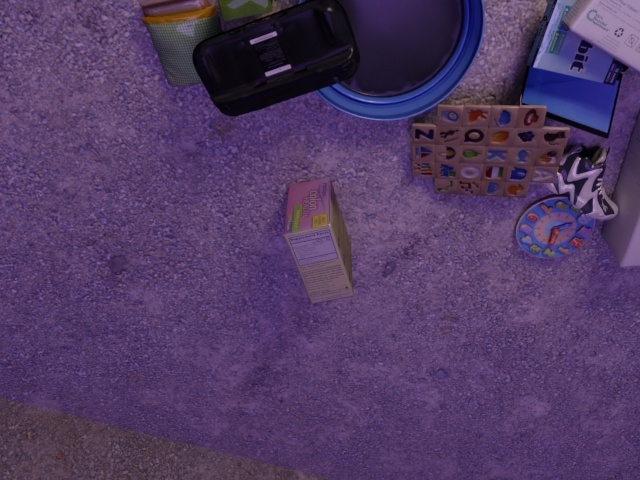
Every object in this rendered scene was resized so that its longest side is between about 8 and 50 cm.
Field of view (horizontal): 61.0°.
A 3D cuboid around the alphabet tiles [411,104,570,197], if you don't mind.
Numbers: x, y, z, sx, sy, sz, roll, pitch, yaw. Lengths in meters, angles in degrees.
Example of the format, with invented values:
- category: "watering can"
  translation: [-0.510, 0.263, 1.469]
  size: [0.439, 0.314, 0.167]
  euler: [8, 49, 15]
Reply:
- category: "alphabet tiles"
  translation: [0.388, -0.205, 1.285]
  size: [0.342, 0.011, 0.285]
  euler: [4, 143, 14]

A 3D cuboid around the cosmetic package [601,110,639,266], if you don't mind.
- category: "cosmetic package"
  translation: [0.865, -0.123, 1.333]
  size: [0.217, 0.156, 0.385]
  euler: [-1, 130, 2]

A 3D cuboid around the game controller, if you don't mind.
- category: "game controller"
  translation: [-0.088, -0.353, 1.066]
  size: [0.319, 0.067, 0.166]
  euler: [-14, 123, 14]

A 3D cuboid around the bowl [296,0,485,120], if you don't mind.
- category: "bowl"
  translation: [0.140, -0.445, 1.142]
  size: [0.391, 0.077, 0.391]
  euler: [1, 129, 1]

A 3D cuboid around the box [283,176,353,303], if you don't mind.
- category: "box"
  translation: [0.000, 0.000, 1.411]
  size: [0.117, 0.213, 0.243]
  euler: [-11, 128, 10]

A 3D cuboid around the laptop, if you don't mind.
- category: "laptop"
  translation: [0.579, -0.385, 1.136]
  size: [0.234, 0.136, 0.264]
  euler: [15, 139, -11]

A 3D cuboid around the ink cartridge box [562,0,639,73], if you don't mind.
- category: "ink cartridge box"
  translation: [0.679, -0.457, 0.977]
  size: [0.324, 0.071, 0.330]
  euler: [24, 126, -14]

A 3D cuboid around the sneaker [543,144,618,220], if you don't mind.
- category: "sneaker"
  translation: [0.682, -0.154, 1.344]
  size: [0.235, 0.094, 0.153]
  euler: [32, 130, -6]

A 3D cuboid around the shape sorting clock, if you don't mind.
- category: "shape sorting clock"
  translation: [0.639, -0.032, 1.481]
  size: [0.206, 0.040, 0.206]
  euler: [0, 128, 1]

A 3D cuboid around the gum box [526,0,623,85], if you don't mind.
- category: "gum box"
  translation: [0.531, -0.410, 1.091]
  size: [0.184, 0.041, 0.157]
  euler: [9, 115, -7]

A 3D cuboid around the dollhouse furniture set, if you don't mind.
- category: "dollhouse furniture set"
  translation: [-0.225, -0.409, 1.130]
  size: [0.301, 0.151, 0.197]
  euler: [-8, 128, 8]
